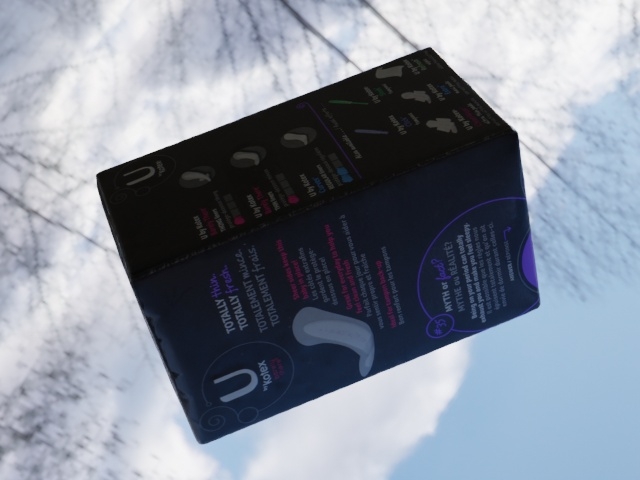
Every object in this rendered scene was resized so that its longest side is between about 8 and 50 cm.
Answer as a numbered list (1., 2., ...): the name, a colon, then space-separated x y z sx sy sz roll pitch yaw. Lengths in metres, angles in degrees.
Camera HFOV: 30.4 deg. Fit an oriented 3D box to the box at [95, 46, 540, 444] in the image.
1. box: 0.000 0.000 0.843 0.270 0.165 0.143 -21 -143 -8
